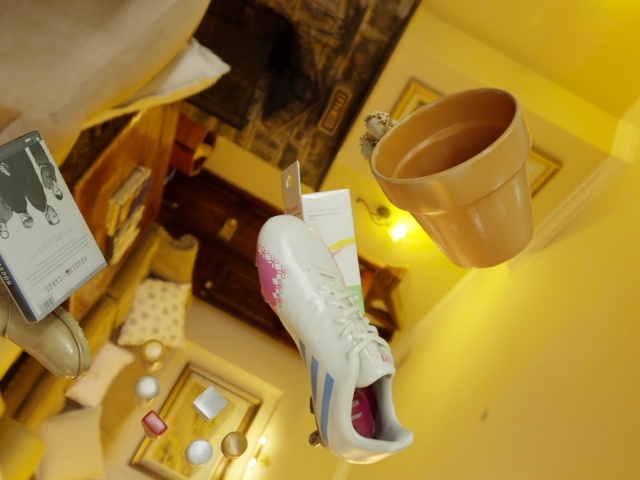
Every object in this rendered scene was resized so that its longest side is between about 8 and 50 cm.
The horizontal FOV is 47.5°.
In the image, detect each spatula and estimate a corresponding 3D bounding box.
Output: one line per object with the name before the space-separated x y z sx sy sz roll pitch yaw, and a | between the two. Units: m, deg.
spatula | 0.035 0.351 1.365 0.296 0.030 0.084 -44 -124 55

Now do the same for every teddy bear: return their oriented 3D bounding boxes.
teddy bear | 0.249 -0.210 1.699 0.245 0.338 0.113 79 27 -47

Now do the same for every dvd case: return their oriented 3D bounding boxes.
dvd case | -0.422 -0.024 1.069 0.030 0.238 0.179 -13 -160 25

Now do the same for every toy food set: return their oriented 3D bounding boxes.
toy food set | -0.224 0.277 1.162 0.111 0.232 0.104 -45 175 -26

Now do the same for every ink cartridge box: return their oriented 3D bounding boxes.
ink cartridge box | 0.000 0.000 1.669 0.207 0.119 0.353 170 -87 -76

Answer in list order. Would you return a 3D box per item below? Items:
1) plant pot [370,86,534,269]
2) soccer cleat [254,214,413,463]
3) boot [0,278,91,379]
plant pot | 0.198 -0.070 0.980 0.205 0.188 0.205 -23 -150 14
soccer cleat | 0.026 0.114 0.904 0.116 0.331 0.143 -20 179 -37
boot | -0.508 0.151 1.058 0.270 0.236 0.089 -17 142 -49
